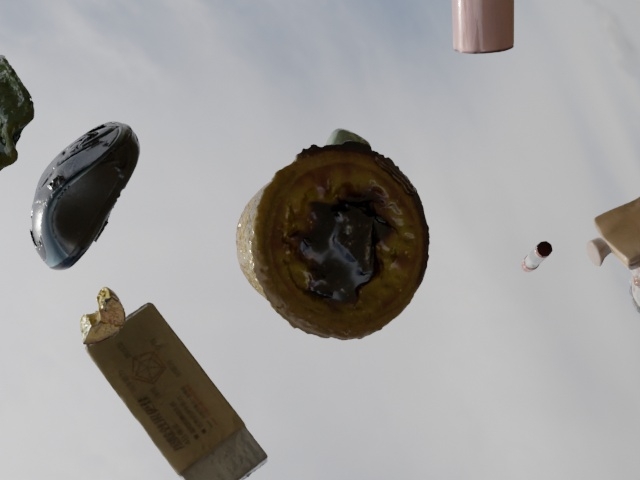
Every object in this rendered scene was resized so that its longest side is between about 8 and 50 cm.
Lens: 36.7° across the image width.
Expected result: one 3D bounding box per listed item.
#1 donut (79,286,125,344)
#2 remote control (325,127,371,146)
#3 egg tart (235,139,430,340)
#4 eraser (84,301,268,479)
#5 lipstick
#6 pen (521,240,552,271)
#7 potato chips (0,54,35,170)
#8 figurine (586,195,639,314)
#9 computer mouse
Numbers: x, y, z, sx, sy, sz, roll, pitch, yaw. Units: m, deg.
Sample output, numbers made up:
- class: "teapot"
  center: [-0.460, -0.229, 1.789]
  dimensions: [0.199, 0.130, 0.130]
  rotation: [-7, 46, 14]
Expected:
- class: "donut"
  center: [-0.306, 0.100, 1.339]
  dimensions: [0.083, 0.067, 0.038]
  rotation: [88, 165, -45]
- class: "remote control"
  center: [0.004, -0.044, 1.669]
  dimensions: [0.090, 0.309, 0.038]
  rotation: [23, 177, -24]
- class: "egg tart"
  center: [0.000, 0.000, 1.072]
  dimensions: [0.215, 0.171, 0.215]
  rotation: [-1, -89, -27]
- class: "eraser"
  center: [-0.244, 0.278, 1.643]
  dimensions: [0.343, 0.144, 0.078]
  rotation: [50, 164, 14]
- class: "lipstick"
  center: [0.218, -0.422, 1.302]
  dimensions: [0.087, 0.087, 0.326]
  rotation: [-48, -43, -61]
- class: "pen"
  center: [0.357, 0.029, 1.601]
  dimensions: [0.028, 0.028, 0.239]
  rotation: [59, -179, 10]
- class: "potato chips"
  center: [-0.570, -0.147, 1.251]
  dimensions: [0.429, 0.358, 0.070]
  rotation: [42, 162, 28]
- class: "figurine"
  center: [0.475, 0.047, 1.356]
  dimensions: [0.237, 0.141, 0.162]
  rotation: [50, -172, -42]
- class: "computer mouse"
  center: [-0.345, -0.071, 1.364]
  dimensions: [0.096, 0.233, 0.137]
  rotation: [26, -172, -33]
